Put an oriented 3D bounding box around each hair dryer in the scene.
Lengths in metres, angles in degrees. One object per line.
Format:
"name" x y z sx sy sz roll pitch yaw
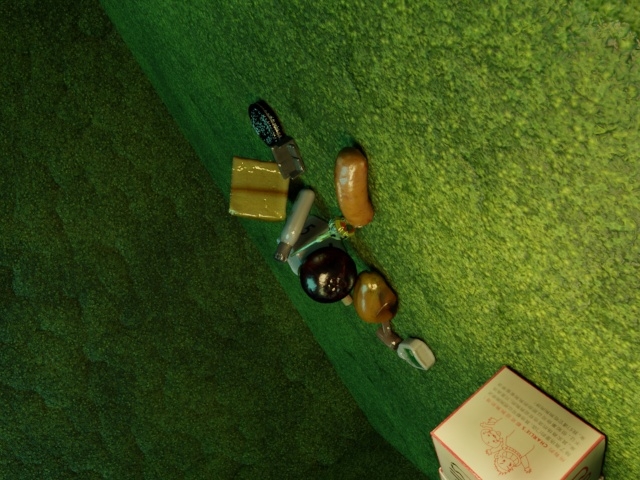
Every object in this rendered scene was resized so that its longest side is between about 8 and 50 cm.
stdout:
"hair dryer" 0.276 0.366 2.028 0.117 0.064 0.181 36 150 48

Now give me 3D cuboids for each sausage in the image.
"sausage" 0.094 -0.152 1.418 0.109 0.109 0.270 43 158 37

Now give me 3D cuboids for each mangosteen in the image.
"mangosteen" 0.026 0.120 1.787 0.216 0.216 0.216 49 163 20

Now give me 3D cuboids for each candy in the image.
"candy" 0.000 0.000 1.775 0.091 0.083 0.306 38 130 -27

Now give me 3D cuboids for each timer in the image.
"timer" -0.030 0.040 1.996 0.194 0.195 0.192 32 152 56

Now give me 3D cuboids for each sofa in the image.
"sofa" -0.115 -0.291 1.772 0.060 0.085 0.147 43 160 47

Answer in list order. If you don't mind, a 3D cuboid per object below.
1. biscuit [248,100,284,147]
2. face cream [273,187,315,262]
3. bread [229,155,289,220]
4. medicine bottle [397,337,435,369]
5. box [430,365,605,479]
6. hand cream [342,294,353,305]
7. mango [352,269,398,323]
"biscuit" -0.200 -0.424 1.807 0.194 0.053 0.194 49 164 19
"face cream" -0.101 -0.055 1.866 0.071 0.291 0.144 23 167 -8
"bread" -0.257 -0.190 2.036 0.362 0.245 0.233 170 105 -77
"medicine bottle" 0.362 0.434 1.891 0.119 0.069 0.183 53 166 -3
"box" 0.518 0.585 1.299 0.314 0.312 0.299 36 153 48
"hand cream" 0.086 0.221 2.269 0.203 0.084 0.084 53 166 -20
"mango" 0.187 0.202 1.809 0.166 0.136 0.236 52 157 35
